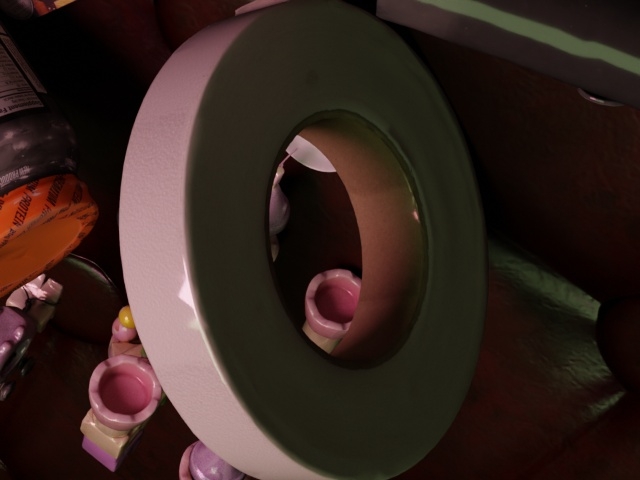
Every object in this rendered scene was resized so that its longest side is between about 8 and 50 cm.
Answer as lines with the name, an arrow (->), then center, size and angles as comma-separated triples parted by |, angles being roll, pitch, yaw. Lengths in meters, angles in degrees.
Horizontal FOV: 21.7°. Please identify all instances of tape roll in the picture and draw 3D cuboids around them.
tape roll -> 0.000, 0.000, 1.334 | 0.072, 0.392, 0.392 | -9, 124, 39

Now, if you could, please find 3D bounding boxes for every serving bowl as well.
serving bowl -> 0.000, -0.103, 1.512 | 0.083, 0.027, 0.083 | 18, 138, 17

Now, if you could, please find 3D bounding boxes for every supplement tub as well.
supplement tub -> -0.359, -0.119, 1.523 | 0.338, 0.207, 0.207 | 55, 142, 12

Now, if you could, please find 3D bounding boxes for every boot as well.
boot -> 0.244, -0.110, 1.095 | 0.445, 0.367, 0.146 | 28, 115, 8

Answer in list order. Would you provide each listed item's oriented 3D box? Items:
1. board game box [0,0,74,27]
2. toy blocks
board game box -> -0.237, -0.294, 1.470 | 0.243, 0.042, 0.165 | -15, 120, 43
toy blocks -> -0.138, 0.063, 1.561 | 0.309, 0.288, 0.260 | 34, 152, 5
